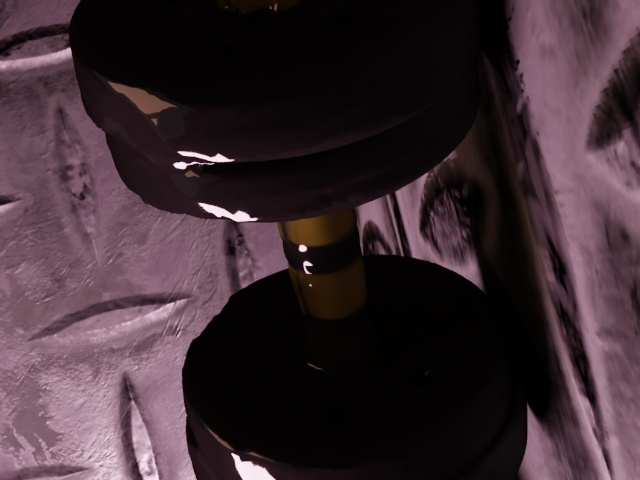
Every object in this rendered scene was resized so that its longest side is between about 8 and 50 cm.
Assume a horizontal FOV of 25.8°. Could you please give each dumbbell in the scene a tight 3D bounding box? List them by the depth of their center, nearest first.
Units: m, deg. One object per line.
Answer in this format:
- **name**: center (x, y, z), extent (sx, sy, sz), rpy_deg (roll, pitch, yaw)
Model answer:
- **dumbbell**: center (0.000, 0.000, 0.681), extent (0.185, 0.185, 0.388), rpy_deg (-109, 6, -55)
